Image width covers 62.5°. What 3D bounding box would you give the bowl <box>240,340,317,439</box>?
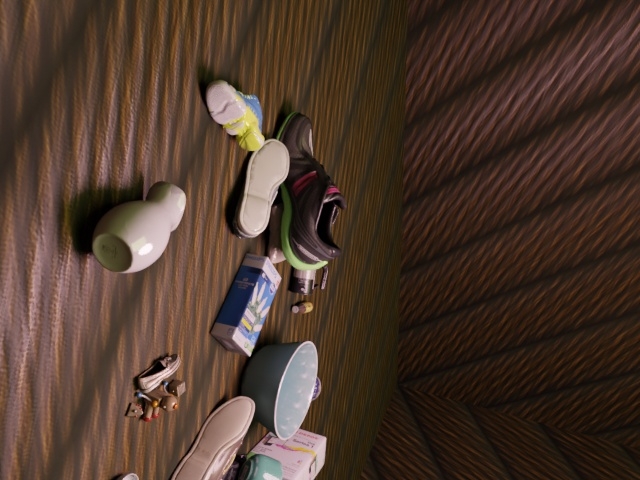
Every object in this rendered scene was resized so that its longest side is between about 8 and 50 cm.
[{"bbox_3d":[-0.142,0.459,1.693,0.311,0.163,0.312,9,90,-68],"label":"bowl"}]

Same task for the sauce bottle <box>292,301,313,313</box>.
[{"bbox_3d":[-0.067,0.250,1.956,0.128,0.042,0.042,4,96,-70],"label":"sauce bottle"}]

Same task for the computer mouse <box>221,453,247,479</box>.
[{"bbox_3d":[-0.295,0.718,1.557,0.272,0.072,0.189,81,23,-66],"label":"computer mouse"}]

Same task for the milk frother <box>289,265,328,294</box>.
[{"bbox_3d":[-0.049,0.121,1.903,0.143,0.129,0.135,-167,-94,-68],"label":"milk frother"}]

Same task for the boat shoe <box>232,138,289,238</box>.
[{"bbox_3d":[-0.176,-0.146,1.488,0.099,0.116,0.320,-35,-144,55],"label":"boat shoe"}]

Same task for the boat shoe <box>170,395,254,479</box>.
[{"bbox_3d":[-0.286,0.579,1.454,0.324,0.116,0.097,-54,151,-42],"label":"boat shoe"}]

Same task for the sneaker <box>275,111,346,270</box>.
[{"bbox_3d":[-0.021,-0.155,1.608,0.185,0.202,0.484,-1,83,-64],"label":"sneaker"}]

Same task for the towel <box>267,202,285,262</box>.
[{"bbox_3d":[-0.098,-0.041,1.751,0.282,0.049,0.187,-21,117,-64],"label":"towel"}]

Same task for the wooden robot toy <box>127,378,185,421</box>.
[{"bbox_3d":[-0.360,0.380,1.222,0.173,0.078,0.077,-4,102,-68],"label":"wooden robot toy"}]

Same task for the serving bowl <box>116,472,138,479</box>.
[{"bbox_3d":[-0.440,0.554,1.164,0.083,0.027,0.084,10,90,-69],"label":"serving bowl"}]

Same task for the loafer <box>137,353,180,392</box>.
[{"bbox_3d":[-0.370,0.297,1.215,0.125,0.045,0.039,-45,133,-52],"label":"loafer"}]

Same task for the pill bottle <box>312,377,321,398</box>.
[{"bbox_3d":[-0.077,0.543,1.961,0.186,0.111,0.112,38,64,-66],"label":"pill bottle"}]

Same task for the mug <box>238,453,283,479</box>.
[{"bbox_3d":[-0.187,0.722,1.585,0.129,0.097,0.158,-51,-159,18],"label":"mug"}]

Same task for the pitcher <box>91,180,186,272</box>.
[{"bbox_3d":[-0.354,-0.002,1.042,0.207,0.125,0.178,-65,171,-60],"label":"pitcher"}]

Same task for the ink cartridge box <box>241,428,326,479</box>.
[{"bbox_3d":[-0.124,0.763,1.812,0.278,0.201,0.117,-23,120,-65],"label":"ink cartridge box"}]

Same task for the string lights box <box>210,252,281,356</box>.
[{"bbox_3d":[-0.209,0.183,1.521,0.133,0.076,0.260,65,40,-54],"label":"string lights box"}]

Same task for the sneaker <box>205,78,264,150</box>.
[{"bbox_3d":[-0.211,-0.336,1.318,0.240,0.091,0.126,62,25,-57],"label":"sneaker"}]
